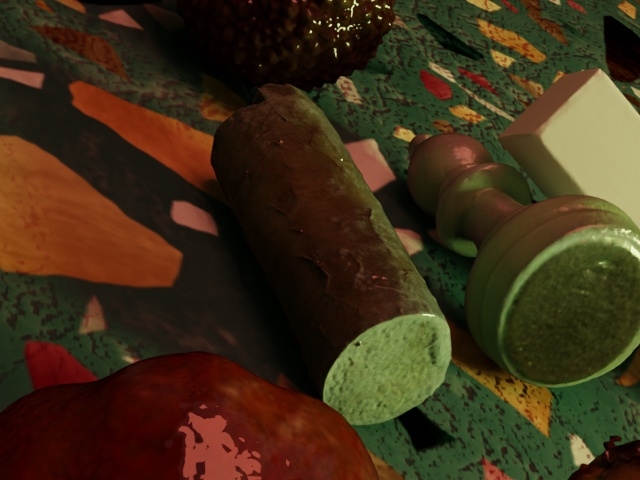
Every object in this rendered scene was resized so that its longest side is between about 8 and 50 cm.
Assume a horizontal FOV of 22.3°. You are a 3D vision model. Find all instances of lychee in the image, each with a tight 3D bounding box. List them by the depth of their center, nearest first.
[{"bbox_3d":[-0.023,-0.197,1.274,0.188,0.188,0.188,27,27,-15],"label":"lychee"}]

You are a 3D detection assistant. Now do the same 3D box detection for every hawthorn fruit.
[{"bbox_3d":[-0.060,0.150,0.641,0.185,0.185,0.202,23,48,-23],"label":"hawthorn fruit"}]

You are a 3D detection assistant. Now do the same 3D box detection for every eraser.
[{"bbox_3d":[0.266,0.007,1.239,0.298,0.076,0.078,49,-10,-10],"label":"eraser"}]

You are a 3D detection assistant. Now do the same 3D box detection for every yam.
[{"bbox_3d":[0.000,0.000,1.047,0.093,0.093,0.259,14,32,-35],"label":"yam"}]

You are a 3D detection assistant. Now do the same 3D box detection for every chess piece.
[{"bbox_3d":[0.128,-0.014,1.210,0.139,0.139,0.271,17,19,-31],"label":"chess piece"}]

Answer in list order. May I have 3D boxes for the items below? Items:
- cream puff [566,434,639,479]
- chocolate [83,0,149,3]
[{"bbox_3d":[0.209,0.212,0.857,0.240,0.164,0.240,16,42,-15],"label":"cream puff"},{"bbox_3d":[-0.187,-0.316,1.267,0.224,0.177,0.206,21,29,-23],"label":"chocolate"}]
